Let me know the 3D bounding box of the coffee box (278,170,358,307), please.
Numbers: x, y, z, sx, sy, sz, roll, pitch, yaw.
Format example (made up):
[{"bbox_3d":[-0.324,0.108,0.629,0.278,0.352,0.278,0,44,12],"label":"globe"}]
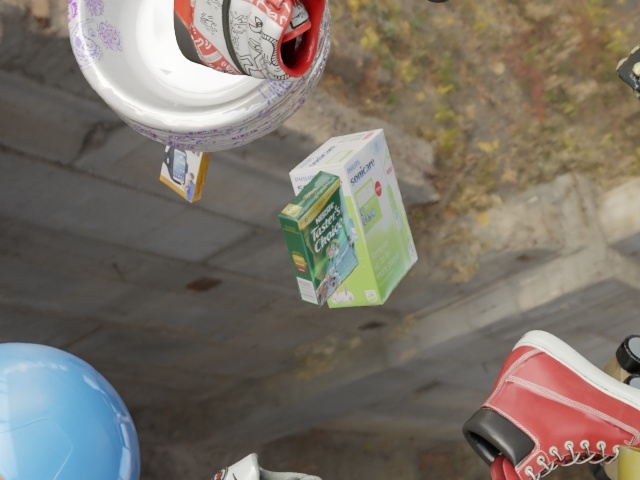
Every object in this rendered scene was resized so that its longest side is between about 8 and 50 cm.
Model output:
[{"bbox_3d":[0.000,0.000,1.573,0.113,0.040,0.184,-47,141,-33],"label":"coffee box"}]

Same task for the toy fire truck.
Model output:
[{"bbox_3d":[0.524,0.257,1.469,0.246,0.159,0.217,20,41,-2],"label":"toy fire truck"}]

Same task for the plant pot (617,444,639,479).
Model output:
[{"bbox_3d":[0.324,0.246,0.934,0.134,0.134,0.095,20,82,-48],"label":"plant pot"}]

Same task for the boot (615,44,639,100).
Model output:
[{"bbox_3d":[0.272,-0.137,0.634,0.085,0.178,0.236,50,16,3],"label":"boot"}]

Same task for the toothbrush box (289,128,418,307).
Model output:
[{"bbox_3d":[0.069,-0.042,2.002,0.206,0.122,0.283,-44,122,-55],"label":"toothbrush box"}]

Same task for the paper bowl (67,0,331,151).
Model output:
[{"bbox_3d":[-0.128,-0.240,1.182,0.148,0.284,0.284,68,0,-79],"label":"paper bowl"}]

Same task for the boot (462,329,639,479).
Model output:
[{"bbox_3d":[0.278,0.226,1.100,0.244,0.088,0.176,31,57,14],"label":"boot"}]

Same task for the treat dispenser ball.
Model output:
[{"bbox_3d":[-0.354,0.263,1.213,0.288,0.288,0.288,36,39,-36],"label":"treat dispenser ball"}]

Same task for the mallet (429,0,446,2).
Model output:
[{"bbox_3d":[0.145,-0.337,1.189,0.190,0.039,0.062,-70,161,-49],"label":"mallet"}]

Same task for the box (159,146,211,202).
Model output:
[{"bbox_3d":[-0.227,-0.141,1.779,0.081,0.136,0.028,35,41,23],"label":"box"}]

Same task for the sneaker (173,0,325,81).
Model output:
[{"bbox_3d":[-0.069,-0.260,0.896,0.090,0.145,0.270,-43,140,-37],"label":"sneaker"}]

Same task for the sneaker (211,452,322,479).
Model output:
[{"bbox_3d":[-0.018,0.422,1.524,0.330,0.146,0.122,36,18,-26],"label":"sneaker"}]
